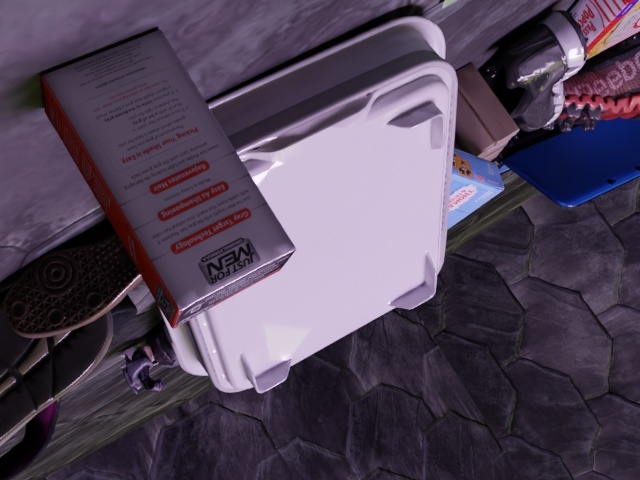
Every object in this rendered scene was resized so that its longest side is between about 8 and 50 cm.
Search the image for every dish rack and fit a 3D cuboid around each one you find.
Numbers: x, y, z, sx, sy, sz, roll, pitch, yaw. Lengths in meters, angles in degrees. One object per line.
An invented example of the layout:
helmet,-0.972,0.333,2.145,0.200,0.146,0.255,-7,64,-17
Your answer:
dish rack,0.000,0.000,0.717,0.285,0.072,0.333,-27,144,-15

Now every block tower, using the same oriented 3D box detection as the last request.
block tower,0.128,-0.089,1.036,0.091,0.097,0.335,-30,169,-12

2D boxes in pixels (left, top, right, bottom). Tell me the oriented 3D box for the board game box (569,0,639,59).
board game box,0.356,-0.272,0.941,0.193,0.045,0.147,-29,171,-17

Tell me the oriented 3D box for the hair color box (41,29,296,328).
hair color box,-0.081,-0.033,0.453,0.072,0.141,0.043,-28,170,-22

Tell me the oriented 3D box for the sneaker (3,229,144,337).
sneaker,-0.168,0.024,0.717,0.188,0.066,0.071,-31,169,-4

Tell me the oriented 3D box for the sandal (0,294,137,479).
sandal,-0.345,0.194,0.917,0.446,0.107,0.167,-38,169,35

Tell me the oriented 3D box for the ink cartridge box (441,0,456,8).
ink cartridge box,0.190,-0.233,0.577,0.171,0.056,0.235,-30,169,-14

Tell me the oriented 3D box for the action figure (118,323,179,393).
action figure,-0.191,0.143,1.214,0.185,0.099,0.285,-38,178,-24

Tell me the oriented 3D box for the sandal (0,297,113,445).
sandal,-0.313,0.139,0.730,0.303,0.120,0.086,-30,-175,-15

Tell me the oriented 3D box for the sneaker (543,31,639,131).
sneaker,0.396,-0.225,1.191,0.276,0.135,0.097,-6,177,-14

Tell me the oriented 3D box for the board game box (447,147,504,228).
board game box,0.049,-0.047,0.847,0.211,0.039,0.160,15,141,-34

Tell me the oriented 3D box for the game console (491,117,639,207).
game console,0.438,-0.130,1.538,0.293,0.173,0.250,-22,168,-23

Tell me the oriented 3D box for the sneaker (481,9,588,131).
sneaker,0.221,-0.170,0.963,0.106,0.078,0.234,-29,167,-2
